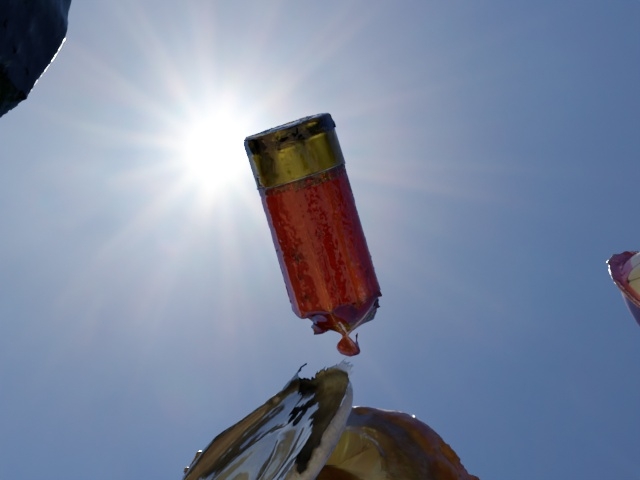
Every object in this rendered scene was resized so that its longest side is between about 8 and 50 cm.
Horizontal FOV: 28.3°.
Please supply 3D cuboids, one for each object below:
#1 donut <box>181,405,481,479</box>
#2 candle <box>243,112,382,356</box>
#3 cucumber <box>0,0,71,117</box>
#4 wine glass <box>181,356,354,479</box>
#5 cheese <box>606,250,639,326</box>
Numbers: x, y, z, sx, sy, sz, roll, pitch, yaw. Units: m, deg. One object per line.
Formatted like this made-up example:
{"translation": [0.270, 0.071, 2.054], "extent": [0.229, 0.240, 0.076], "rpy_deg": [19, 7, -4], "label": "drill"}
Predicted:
{"translation": [0.017, 0.272, 1.020], "extent": [0.330, 0.160, 0.330], "rpy_deg": [-5, -134, 5], "label": "donut"}
{"translation": [0.000, 0.000, 0.676], "extent": [0.052, 0.052, 0.130], "rpy_deg": [-13, -82, 33], "label": "candle"}
{"translation": [-0.272, -0.166, 0.869], "extent": [0.191, 0.130, 0.191], "rpy_deg": [-3, -111, 8], "label": "cucumber"}
{"translation": [0.049, 0.164, 0.442], "extent": [0.241, 0.126, 0.126], "rpy_deg": [44, -70, -7], "label": "wine glass"}
{"translation": [0.307, 0.036, 1.034], "extent": [0.155, 0.244, 0.062], "rpy_deg": [23, -66, 3], "label": "cheese"}
